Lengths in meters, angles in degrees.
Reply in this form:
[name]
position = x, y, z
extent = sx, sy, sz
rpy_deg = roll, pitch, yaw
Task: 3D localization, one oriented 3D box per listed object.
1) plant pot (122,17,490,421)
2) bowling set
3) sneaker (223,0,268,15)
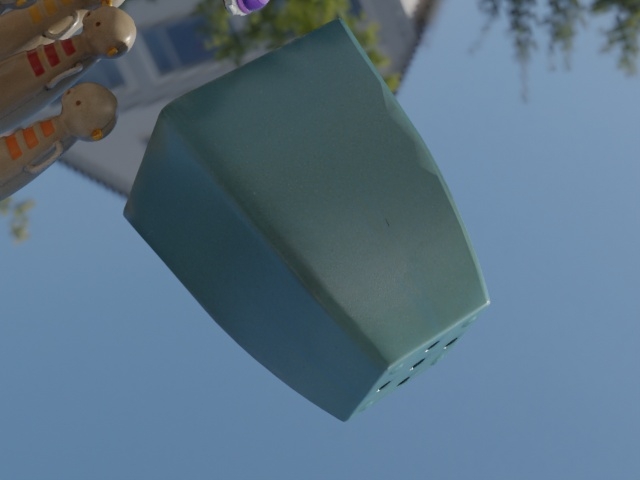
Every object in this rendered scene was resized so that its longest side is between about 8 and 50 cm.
[plant pot]
position = 0.000, 0.000, 1.210
extent = 0.165, 0.234, 0.166
rpy_deg = -30, 166, -29
[bowling set]
position = -0.238, -0.175, 1.213
extent = 0.154, 0.200, 0.287
rpy_deg = -30, -147, 5
[sneaker]
position = -0.030, -0.208, 1.091
extent = 0.071, 0.170, 0.068
rpy_deg = 6, -122, -7
